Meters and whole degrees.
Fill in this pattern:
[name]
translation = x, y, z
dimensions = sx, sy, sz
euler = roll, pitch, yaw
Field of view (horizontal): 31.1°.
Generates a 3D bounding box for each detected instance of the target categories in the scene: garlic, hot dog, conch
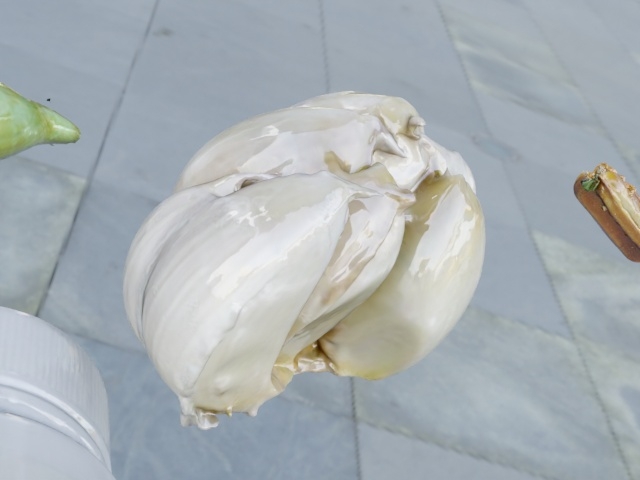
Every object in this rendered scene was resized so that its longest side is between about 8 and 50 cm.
[garlic]
translation = -0.004, -0.011, 0.747
dimensions = 0.281, 0.203, 0.184
euler = 0, 44, -42
[hot dog]
translation = 0.382, -0.034, 1.448
dimensions = 0.072, 0.055, 0.188
euler = 11, -28, 52
[conch]
translation = -0.289, -0.100, 0.938
dimensions = 0.095, 0.079, 0.201
euler = 21, 7, 18

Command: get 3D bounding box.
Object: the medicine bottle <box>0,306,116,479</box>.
[medicine bottle]
translation = -0.200, 0.201, 0.614
dimensions = 0.208, 0.208, 0.339
euler = 15, 30, -19
